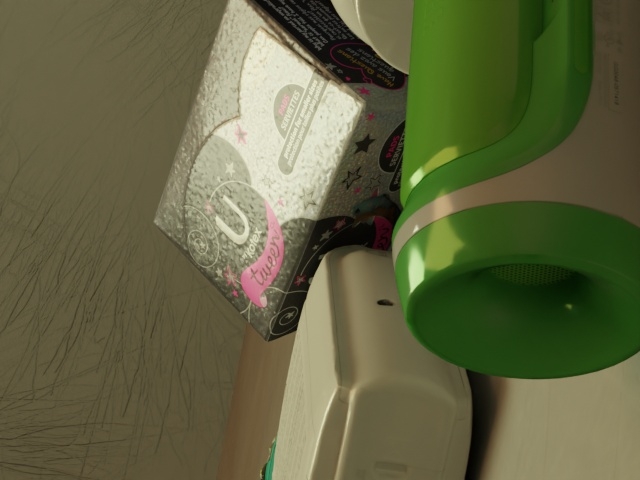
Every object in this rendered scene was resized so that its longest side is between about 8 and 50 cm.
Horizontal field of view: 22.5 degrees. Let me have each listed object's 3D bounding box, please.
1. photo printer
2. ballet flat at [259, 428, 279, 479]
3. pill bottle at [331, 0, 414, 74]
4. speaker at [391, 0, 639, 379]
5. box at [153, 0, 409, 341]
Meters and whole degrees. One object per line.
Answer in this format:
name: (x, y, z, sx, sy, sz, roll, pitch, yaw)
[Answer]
photo printer: (0.028, 0.154, 1.164, 0.307, 0.107, 0.256, -97, 16, -72)
ballet flat: (-0.015, 0.266, 1.575, 0.077, 0.091, 0.241, 66, -154, -48)
pill bottle: (0.074, -0.212, 1.089, 0.272, 0.152, 0.152, -92, 12, -62)
speaker: (0.102, -0.089, 0.760, 0.131, 0.131, 0.296, 108, 169, -57)
box: (-0.009, -0.070, 1.282, 0.163, 0.142, 0.247, 45, 133, 26)
